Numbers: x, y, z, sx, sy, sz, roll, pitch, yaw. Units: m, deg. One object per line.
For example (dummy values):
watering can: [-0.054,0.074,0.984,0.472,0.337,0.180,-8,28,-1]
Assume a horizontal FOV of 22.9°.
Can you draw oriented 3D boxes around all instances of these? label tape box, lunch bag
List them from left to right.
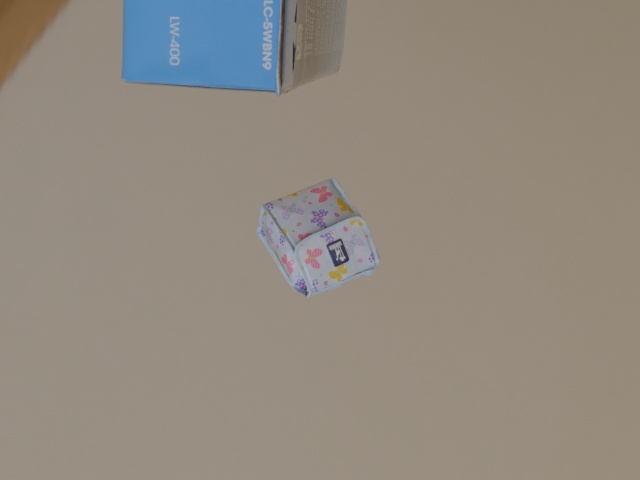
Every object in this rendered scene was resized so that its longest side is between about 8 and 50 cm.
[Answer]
label tape box: [-0.046,-0.206,0.866,0.334,0.106,0.241,-52,144,-80]
lunch bag: [0.000,0.000,1.256,0.071,0.083,0.053,-21,153,-21]
